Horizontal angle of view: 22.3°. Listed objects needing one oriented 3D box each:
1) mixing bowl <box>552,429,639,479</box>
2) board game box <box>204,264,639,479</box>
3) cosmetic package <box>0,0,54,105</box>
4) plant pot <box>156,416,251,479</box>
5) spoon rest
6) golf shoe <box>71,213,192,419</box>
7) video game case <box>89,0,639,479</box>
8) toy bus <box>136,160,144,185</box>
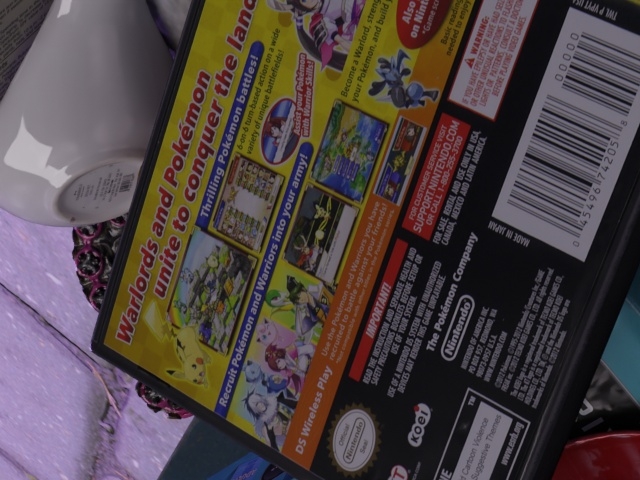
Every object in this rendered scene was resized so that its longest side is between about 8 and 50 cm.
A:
[{"bbox_3d":[0.147,0.190,0.750,0.181,0.181,0.098,14,156,44],"label":"mixing bowl"},{"bbox_3d":[0.106,0.178,0.885,0.336,0.079,0.254,-35,105,29],"label":"board game box"},{"bbox_3d":[-0.219,-0.160,0.929,0.113,0.160,0.309,35,153,15],"label":"cosmetic package"},{"bbox_3d":[0.002,0.223,1.139,0.252,0.247,0.248,29,154,1],"label":"plant pot"},{"bbox_3d":[-0.125,-0.097,0.963,0.084,0.137,0.276,67,150,24],"label":"spoon rest"},{"bbox_3d":[-0.131,0.039,1.212,0.086,0.067,0.186,-68,-41,-73],"label":"golf shoe"},{"bbox_3d":[0.026,-0.016,0.755,0.248,0.035,0.275,28,110,27],"label":"video game case"},{"bbox_3d":[-0.012,-0.001,0.941,0.191,0.202,0.104,5,91,49],"label":"toy bus"}]
